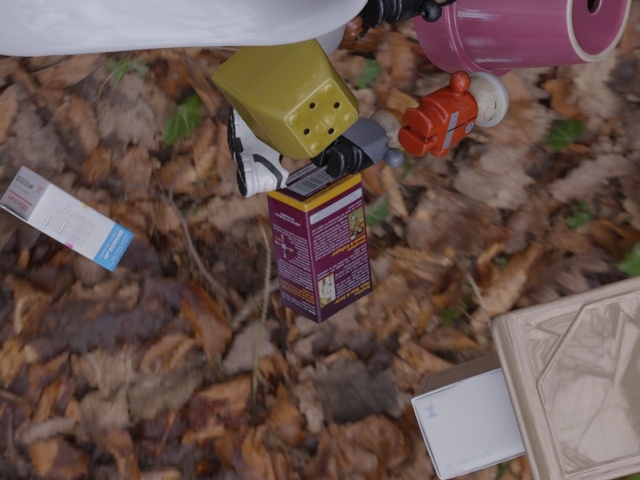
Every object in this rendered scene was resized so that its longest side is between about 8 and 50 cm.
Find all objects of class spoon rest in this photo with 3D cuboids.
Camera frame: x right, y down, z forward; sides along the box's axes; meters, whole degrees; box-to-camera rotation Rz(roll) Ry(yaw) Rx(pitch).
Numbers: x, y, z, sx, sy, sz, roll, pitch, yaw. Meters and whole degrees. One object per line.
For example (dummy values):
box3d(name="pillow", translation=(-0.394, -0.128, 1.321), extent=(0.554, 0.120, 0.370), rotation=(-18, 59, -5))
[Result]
box3d(name="spoon rest", translation=(-0.078, -0.143, 0.741), extent=(0.137, 0.276, 0.084), rotation=(-60, 138, -31))

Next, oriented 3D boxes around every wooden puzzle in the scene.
box3d(name="wooden puzzle", translation=(0.341, 0.166, 1.705), extent=(0.238, 0.044, 0.221), rotation=(-16, 85, 2))

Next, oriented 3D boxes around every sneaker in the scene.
box3d(name="sneaker", translation=(-0.055, -0.081, 1.246), extent=(0.043, 0.109, 0.040), rotation=(-5, 143, -13))

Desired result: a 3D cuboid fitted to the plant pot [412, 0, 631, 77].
box3d(name="plant pot", translation=(0.228, -0.267, 1.570), extent=(0.201, 0.180, 0.201), rotation=(-20, 117, -45))

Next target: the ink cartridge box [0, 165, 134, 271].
box3d(name="ink cartridge box", translation=(-0.344, -0.037, 1.878), extent=(0.181, 0.104, 0.062), rotation=(33, 86, -36))

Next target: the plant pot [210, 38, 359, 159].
box3d(name="plant pot", translation=(-0.017, -0.109, 1.097), extent=(0.081, 0.083, 0.081), rotation=(-42, 132, -3))

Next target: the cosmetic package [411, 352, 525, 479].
box3d(name="cosmetic package", translation=(0.217, 0.220, 1.913), extent=(0.160, 0.309, 0.113), rotation=(-19, 88, 7))

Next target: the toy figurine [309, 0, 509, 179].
box3d(name="toy figurine", translation=(0.072, -0.182, 1.514), extent=(0.148, 0.209, 0.213), rotation=(-28, 97, -41))

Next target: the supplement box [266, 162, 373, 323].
box3d(name="supplement box", translation=(0.000, 0.000, 1.908), extent=(0.104, 0.081, 0.188), rotation=(-30, 129, -33))
